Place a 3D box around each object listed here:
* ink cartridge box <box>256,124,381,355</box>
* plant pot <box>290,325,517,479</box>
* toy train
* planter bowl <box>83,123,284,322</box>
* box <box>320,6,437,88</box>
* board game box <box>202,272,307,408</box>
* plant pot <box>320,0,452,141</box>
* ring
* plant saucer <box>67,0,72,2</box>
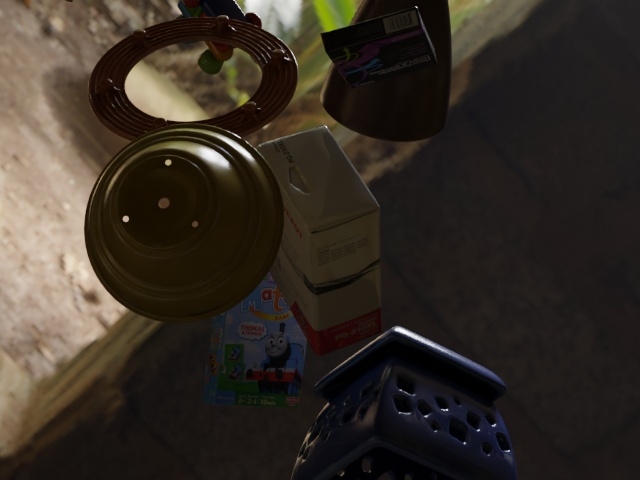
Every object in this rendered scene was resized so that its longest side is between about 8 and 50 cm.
[{"bbox_3d":[0.000,0.000,1.614,0.237,0.100,0.172,87,-22,-47],"label":"ink cartridge box"},{"bbox_3d":[0.116,0.266,1.745,0.236,0.236,0.212,26,49,-21],"label":"plant pot"},{"bbox_3d":[-0.172,-0.345,2.279,0.105,0.143,0.248,-26,77,-40],"label":"toy train"},{"bbox_3d":[-0.151,-0.029,1.303,0.217,0.217,0.090,53,-1,15],"label":"planter bowl"},{"bbox_3d":[0.074,-0.228,1.523,0.162,0.116,0.029,30,46,-76],"label":"box"},{"bbox_3d":[-0.092,0.145,1.925,0.160,0.211,0.039,8,-3,-38],"label":"board game box"},{"bbox_3d":[0.123,-0.313,2.043,0.215,0.230,0.215,7,37,-5],"label":"plant pot"},{"bbox_3d":[-0.203,-0.263,2.018,0.336,0.336,0.032,-118,-162,-44],"label":"ring"},{"bbox_3d":[-0.459,-0.510,1.732,0.333,0.081,0.333,39,12,-37],"label":"plant saucer"}]
